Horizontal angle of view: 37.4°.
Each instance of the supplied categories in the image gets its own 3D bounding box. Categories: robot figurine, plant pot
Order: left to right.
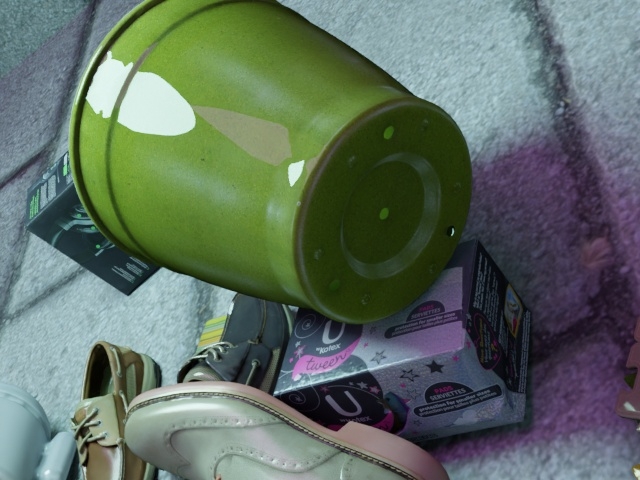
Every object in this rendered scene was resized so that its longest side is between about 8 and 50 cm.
[{"bbox_3d":[-0.553,0.365,1.532,0.300,0.199,0.353,0,27,-5],"label":"robot figurine"},{"bbox_3d":[-0.033,-0.081,1.053,0.353,0.366,0.366,27,79,46],"label":"plant pot"}]

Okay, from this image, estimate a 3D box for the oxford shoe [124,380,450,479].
[{"bbox_3d":[-0.067,0.261,1.033,0.397,0.140,0.146,7,42,26],"label":"oxford shoe"}]

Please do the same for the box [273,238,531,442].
[{"bbox_3d":[0.094,0.128,1.074,0.247,0.142,0.163,-20,36,32],"label":"box"}]

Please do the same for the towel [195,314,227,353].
[{"bbox_3d":[-0.173,0.219,1.432,0.102,0.021,0.237,-20,44,44],"label":"towel"}]

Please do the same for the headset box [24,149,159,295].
[{"bbox_3d":[-0.362,-0.067,1.720,0.283,0.246,0.131,-40,35,15],"label":"headset box"}]

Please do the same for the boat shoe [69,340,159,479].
[{"bbox_3d":[-0.331,0.290,1.449,0.122,0.120,0.324,-35,36,21],"label":"boat shoe"}]

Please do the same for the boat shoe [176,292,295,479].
[{"bbox_3d":[-0.116,0.192,1.275,0.132,0.130,0.355,-38,34,33],"label":"boat shoe"}]

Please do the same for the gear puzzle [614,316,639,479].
[{"bbox_3d":[0.376,0.116,0.888,0.175,0.044,0.339,-1,60,47],"label":"gear puzzle"}]
